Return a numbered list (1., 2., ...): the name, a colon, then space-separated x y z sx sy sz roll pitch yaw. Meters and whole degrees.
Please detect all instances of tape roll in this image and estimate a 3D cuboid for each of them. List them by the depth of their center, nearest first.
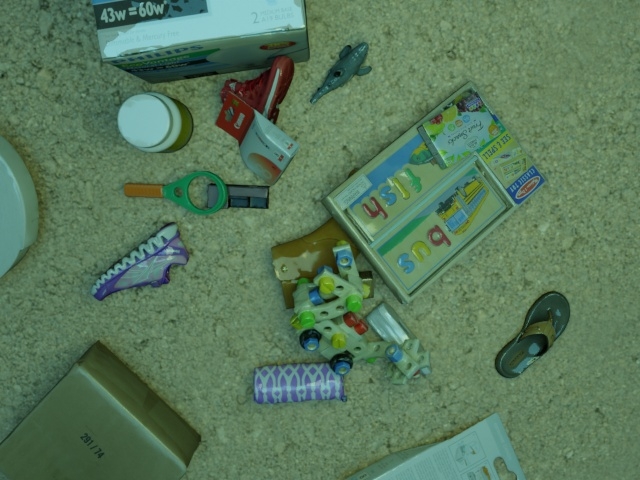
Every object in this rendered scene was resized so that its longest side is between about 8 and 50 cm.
1. tape roll: -0.782 -0.074 1.528 0.392 0.072 0.392 1 108 4

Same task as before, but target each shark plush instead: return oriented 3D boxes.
1. shark plush: 0.034 -0.350 1.531 0.161 0.067 0.073 -32 95 4

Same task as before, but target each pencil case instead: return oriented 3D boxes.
1. pencil case: -0.045 0.310 1.601 0.206 0.088 0.086 -1 55 1

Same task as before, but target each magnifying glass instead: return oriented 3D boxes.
1. magnifying glass: -0.305 -0.103 1.556 0.230 0.026 0.092 3 102 13

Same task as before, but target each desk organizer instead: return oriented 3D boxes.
1. desk organizer: -0.174 -0.092 1.573 0.130 0.047 0.050 3 99 0

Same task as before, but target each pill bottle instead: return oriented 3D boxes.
1. pill bottle: -0.328 -0.234 1.476 0.119 0.208 0.119 0 96 0

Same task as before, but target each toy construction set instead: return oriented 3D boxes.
1. toy construction set: 0.068 0.169 1.504 0.215 0.151 0.328 -36 109 19

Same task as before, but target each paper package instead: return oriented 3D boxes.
1. paper package: -0.473 0.443 1.575 0.325 0.168 0.309 44 96 -5

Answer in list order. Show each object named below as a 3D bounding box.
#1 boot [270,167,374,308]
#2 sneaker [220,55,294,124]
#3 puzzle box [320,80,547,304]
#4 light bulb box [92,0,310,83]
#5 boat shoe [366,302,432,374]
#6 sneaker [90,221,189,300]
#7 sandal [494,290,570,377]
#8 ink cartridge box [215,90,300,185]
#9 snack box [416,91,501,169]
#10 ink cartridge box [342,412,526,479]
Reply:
1. boot: 0.000 0.001 1.552 0.211 0.104 0.295 -4 101 0
2. sneaker: -0.138 -0.302 1.481 0.128 0.087 0.221 31 140 2
3. puzzle box: 0.236 -0.099 1.504 0.409 0.052 0.272 -40 96 -14
4. light bulb box: -0.206 -0.444 1.376 0.357 0.361 0.225 -8 96 2
5. boat shoe: 0.168 0.222 1.598 0.063 0.066 0.184 -37 97 18
6. sneaker: -0.376 0.066 1.573 0.236 0.095 0.104 -35 102 3
7. sandal: 0.460 0.210 1.593 0.090 0.060 0.219 41 95 -4
8. ink cartridge box: -0.140 -0.204 1.512 0.179 0.145 0.045 35 63 -5
9. snack box: 0.277 -0.219 1.479 0.141 0.037 0.100 -33 94 -15
10. ink cartridge box: 0.273 0.594 1.645 0.385 0.091 0.308 -25 95 -14
